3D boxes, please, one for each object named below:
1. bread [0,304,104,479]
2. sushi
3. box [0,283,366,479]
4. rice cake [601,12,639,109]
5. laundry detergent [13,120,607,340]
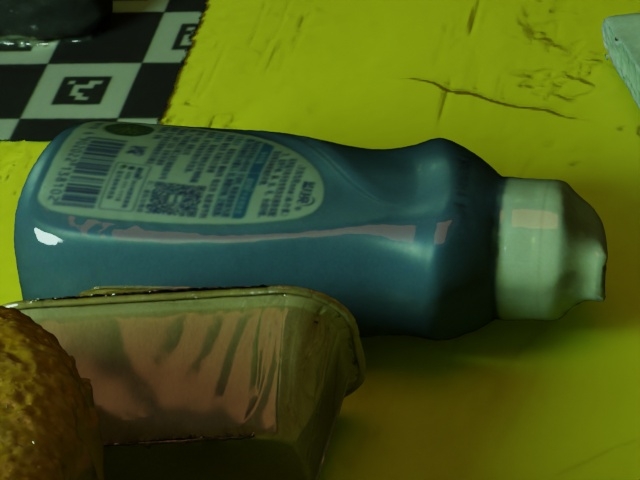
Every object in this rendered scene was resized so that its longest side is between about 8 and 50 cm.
[{"bbox_3d":[-0.175,0.129,0.766,0.240,0.139,0.240,-28,33,20],"label":"bread"},{"bbox_3d":[-0.248,-0.186,1.299,0.359,0.064,0.343,1,37,11],"label":"sushi"},{"bbox_3d":[-0.069,0.066,0.895,0.177,0.111,0.111,-3,37,8],"label":"box"},{"bbox_3d":[0.264,-0.080,1.079,0.189,0.037,0.198,-7,36,2],"label":"rice cake"},{"bbox_3d":[0.000,0.000,0.983,0.289,0.094,0.143,4,25,11],"label":"laundry detergent"}]
